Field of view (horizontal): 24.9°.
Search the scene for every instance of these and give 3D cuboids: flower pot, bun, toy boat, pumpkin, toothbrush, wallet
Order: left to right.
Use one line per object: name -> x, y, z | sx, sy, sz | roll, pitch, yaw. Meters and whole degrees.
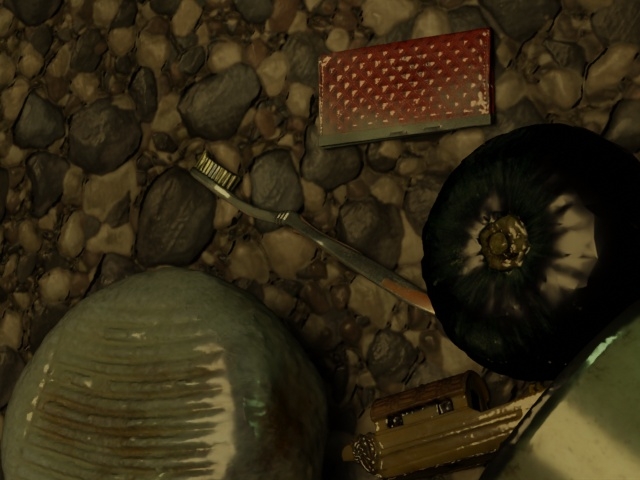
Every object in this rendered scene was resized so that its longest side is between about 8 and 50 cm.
bun -> -0.146, 0.206, 1.445 | 0.362, 0.211, 0.362 | -5, 81, 33
toothbrush -> 0.000, 0.000, 1.497 | 0.375, 0.028, 0.037 | 32, 92, 31
wallet -> 0.085, -0.154, 1.476 | 0.196, 0.020, 0.103 | -6, 80, 30
toy boat -> 0.125, 0.172, 1.374 | 0.226, 0.068, 0.088 | -22, 66, 27
pumpkin -> 0.202, 0.012, 1.298 | 0.233, 0.163, 0.233 | -6, 78, 32
flower pot -> 0.316, 0.243, 1.139 | 0.330, 0.293, 0.293 | 41, 104, 21
